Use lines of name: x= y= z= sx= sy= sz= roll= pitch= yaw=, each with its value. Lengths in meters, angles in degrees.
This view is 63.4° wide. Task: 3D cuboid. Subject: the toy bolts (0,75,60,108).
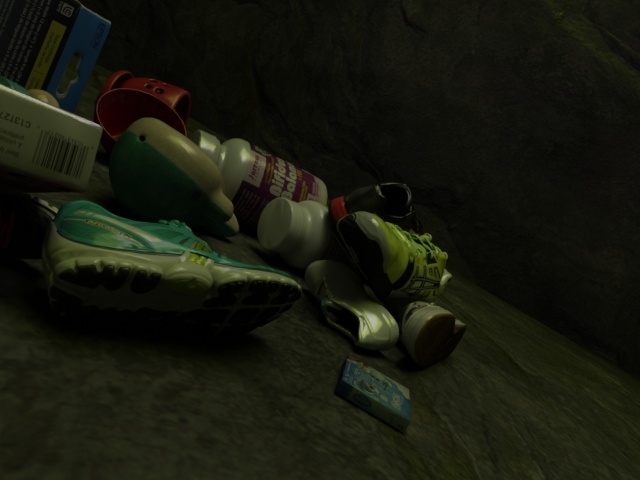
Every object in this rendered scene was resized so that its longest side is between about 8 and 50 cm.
toy bolts: x=-0.478 y=-0.242 z=0.728 sx=0.228 sy=0.218 sz=0.158 roll=39 pitch=26 yaw=18

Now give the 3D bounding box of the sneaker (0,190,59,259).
sneaker: x=-0.308 y=-0.017 z=0.447 sx=0.170 sy=0.063 sz=0.075 roll=20 pitch=11 yaw=-21

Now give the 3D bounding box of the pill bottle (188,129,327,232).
pill bottle: x=-0.147 y=-0.113 z=1.100 sx=0.301 sy=0.169 sz=0.169 roll=23 pitch=11 yaw=-30

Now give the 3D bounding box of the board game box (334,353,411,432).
board game box: x=0.064 y=0.179 z=0.617 sx=0.090 sy=0.020 sz=0.090 roll=31 pitch=9 yaw=3

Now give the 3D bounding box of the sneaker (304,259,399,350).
sneaker: x=0.026 y=0.095 z=0.817 sx=0.094 sy=0.080 sz=0.212 roll=4 pitch=25 yaw=-42

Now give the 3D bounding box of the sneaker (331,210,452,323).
sneaker: x=0.135 y=0.028 z=0.912 sx=0.145 sy=0.147 sz=0.385 roll=56 pitch=5 yaw=26

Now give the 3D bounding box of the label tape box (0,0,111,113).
label tape box: x=-0.564 y=-0.345 z=0.863 sx=0.115 sy=0.249 sz=0.347 roll=34 pitch=11 yaw=27

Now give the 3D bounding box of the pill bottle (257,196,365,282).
pill bottle: x=0.000 y=0.000 z=1.029 sx=0.245 sy=0.136 sz=0.136 roll=20 pitch=12 yaw=-42

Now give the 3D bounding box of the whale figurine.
whale figurine: x=-0.235 y=-0.073 z=0.851 sx=0.216 sy=0.141 sz=0.272 roll=34 pitch=-14 yaw=25

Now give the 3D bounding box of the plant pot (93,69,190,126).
plant pot: x=-0.423 y=-0.295 z=1.230 sx=0.174 sy=0.191 sz=0.191 roll=22 pitch=10 yaw=-2

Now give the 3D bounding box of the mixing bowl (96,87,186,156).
mixing bowl: x=-0.383 y=-0.215 z=1.078 sx=0.181 sy=0.098 sz=0.182 roll=23 pitch=45 yaw=-24

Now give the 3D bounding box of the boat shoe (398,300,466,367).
boat shoe: x=0.174 y=0.150 z=0.886 sx=0.096 sy=0.098 sz=0.277 roll=33 pitch=1 yaw=26

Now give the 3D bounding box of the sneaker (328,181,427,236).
sneaker: x=0.145 y=-0.043 z=1.002 sx=0.276 sy=0.135 sz=0.098 roll=17 pitch=48 yaw=-46

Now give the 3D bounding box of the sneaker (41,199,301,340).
sneaker: x=-0.128 y=0.026 z=0.518 sx=0.275 sy=0.107 sz=0.110 roll=21 pitch=36 yaw=-44

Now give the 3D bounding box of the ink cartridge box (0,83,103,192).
ink cartridge box: x=-0.366 y=-0.098 z=0.484 sx=0.370 sy=0.069 sz=0.175 roll=8 pitch=-8 yaw=45
